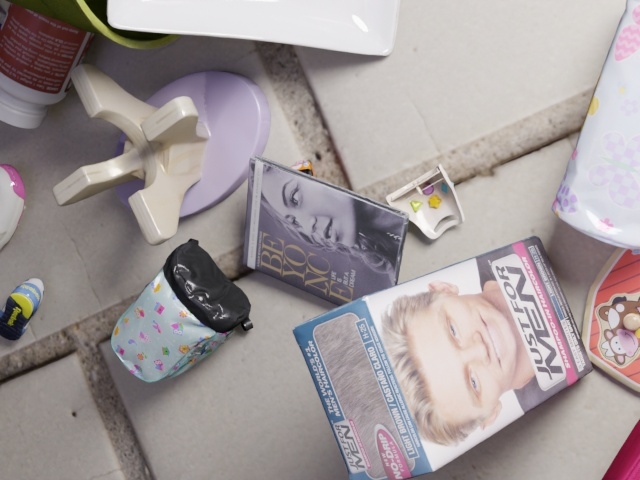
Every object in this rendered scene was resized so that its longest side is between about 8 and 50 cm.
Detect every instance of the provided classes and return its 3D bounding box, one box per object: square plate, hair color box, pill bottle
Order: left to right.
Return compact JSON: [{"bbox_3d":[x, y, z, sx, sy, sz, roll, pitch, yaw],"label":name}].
[{"bbox_3d":[-0.399,-0.273,1.511,0.121,0.121,0.216,41,114,20],"label":"pill bottle"},{"bbox_3d":[-0.061,-0.401,1.221,0.049,0.347,0.343,-139,54,-68],"label":"square plate"},{"bbox_3d":[0.141,0.116,1.109,0.105,0.347,0.173,-26,84,39],"label":"hair color box"}]

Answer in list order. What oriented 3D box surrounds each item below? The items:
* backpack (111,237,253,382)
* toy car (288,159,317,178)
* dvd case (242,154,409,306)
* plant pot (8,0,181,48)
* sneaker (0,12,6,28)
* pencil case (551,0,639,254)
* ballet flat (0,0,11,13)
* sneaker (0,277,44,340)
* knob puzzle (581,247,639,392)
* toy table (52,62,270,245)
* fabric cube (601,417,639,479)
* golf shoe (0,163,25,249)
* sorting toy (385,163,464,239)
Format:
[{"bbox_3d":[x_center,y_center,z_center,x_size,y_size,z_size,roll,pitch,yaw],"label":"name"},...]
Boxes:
[{"bbox_3d":[-0.199,0.108,1.452,0.152,0.115,0.182,51,121,12],"label":"backpack"},{"bbox_3d":[-0.054,-0.069,1.377,0.122,0.060,0.040,-26,52,24],"label":"toy car"},{"bbox_3d":[0.000,0.000,1.339,0.221,0.018,0.164,23,126,23],"label":"dvd case"},{"bbox_3d":[-0.346,-0.441,1.298,0.353,0.366,0.366,13,104,24],"label":"plant pot"},{"bbox_3d":[-0.506,-0.268,1.592,0.068,0.071,0.170,45,136,21],"label":"sneaker"},{"bbox_3d":[0.338,-0.127,1.101,0.124,0.113,0.273,19,107,7],"label":"pencil case"},{"bbox_3d":[-0.421,-0.441,1.531,0.086,0.086,0.248,26,110,25],"label":"ballet flat"},{"bbox_3d":[-0.466,0.108,1.650,0.053,0.059,0.144,37,136,-13],"label":"sneaker"},{"bbox_3d":[0.371,0.090,1.160,0.213,0.030,0.213,5,100,30],"label":"knob puzzle"},{"bbox_3d":[-0.216,-0.122,1.403,0.274,0.161,0.252,-43,75,29],"label":"toy table"},{"bbox_3d":[0.396,0.291,1.028,0.259,0.254,0.258,31,113,16],"label":"fabric cube"},{"bbox_3d":[-0.578,-0.011,1.646,0.306,0.140,0.115,-38,76,28],"label":"golf shoe"},{"bbox_3d":[0.135,-0.043,1.276,0.083,0.045,0.075,-31,88,30],"label":"sorting toy"}]
